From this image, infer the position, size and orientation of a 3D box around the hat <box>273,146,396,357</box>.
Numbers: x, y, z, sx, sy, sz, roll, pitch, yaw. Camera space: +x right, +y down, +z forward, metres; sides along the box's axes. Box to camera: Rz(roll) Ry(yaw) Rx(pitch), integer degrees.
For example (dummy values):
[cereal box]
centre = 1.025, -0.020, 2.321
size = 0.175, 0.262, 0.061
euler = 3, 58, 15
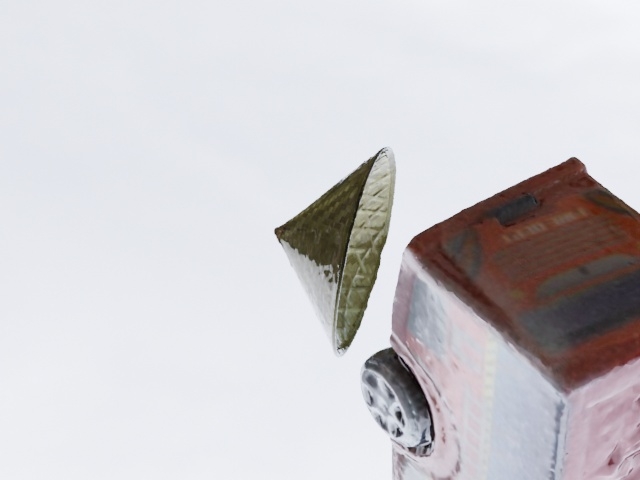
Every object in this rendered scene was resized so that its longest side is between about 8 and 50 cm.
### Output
[hat]
centre = 0.000, 0.000, 1.127
size = 0.067, 0.146, 0.146
euler = 14, -157, 11

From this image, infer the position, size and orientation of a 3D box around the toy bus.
[toy bus]
centre = 0.054, 0.072, 0.438
size = 0.065, 0.192, 0.077
euler = -25, -134, -24
